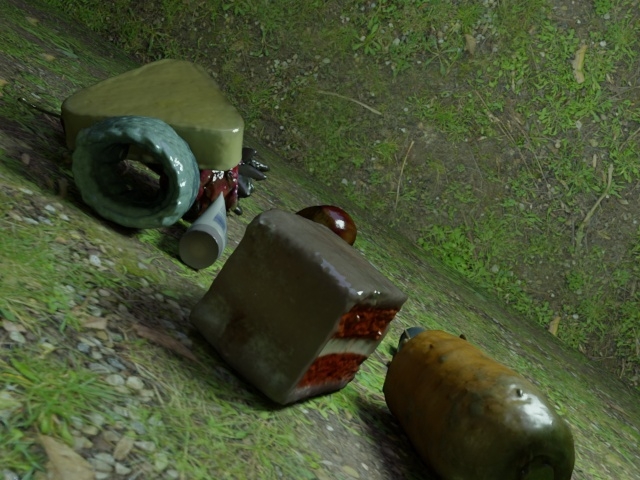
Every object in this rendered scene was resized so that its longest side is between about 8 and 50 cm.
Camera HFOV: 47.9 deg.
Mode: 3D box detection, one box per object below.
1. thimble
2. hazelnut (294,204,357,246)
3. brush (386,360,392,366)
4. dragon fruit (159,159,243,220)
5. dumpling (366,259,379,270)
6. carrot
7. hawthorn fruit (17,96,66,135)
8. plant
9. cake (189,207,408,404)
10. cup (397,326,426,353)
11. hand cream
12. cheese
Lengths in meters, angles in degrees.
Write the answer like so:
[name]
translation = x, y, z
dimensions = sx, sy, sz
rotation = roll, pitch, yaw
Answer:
[thimble]
translation = -0.357, -0.133, 1.388
dimensions = 0.250, 0.205, 0.172
rotation = 38, 15, -8
[hazelnut]
translation = 0.000, 0.000, 1.824
dimensions = 0.178, 0.204, 0.178
rotation = 35, 25, -19
[brush]
translation = 0.206, 0.294, 1.619
dimensions = 0.170, 0.014, 0.043
rotation = 21, 18, -49
[dragon fruit]
translation = -0.274, -0.139, 1.703
dimensions = 0.147, 0.211, 0.282
rotation = 23, 40, -41
[dumpling]
translation = 0.077, 0.107, 1.847
dimensions = 0.166, 0.126, 0.216
rotation = 0, 33, -18
[carrot]
translation = 0.253, 0.302, 1.194
dimensions = 0.224, 0.224, 0.340
rotation = 27, 5, -30
[hawthorn fruit]
translation = -0.549, -0.278, 1.638
dimensions = 0.165, 0.165, 0.285
rotation = 36, 16, 17
[plant]
translation = -0.297, -0.213, 1.935
dimensions = 0.320, 0.194, 0.181
rotation = 30, 15, 1
[cake]
translation = -0.025, 0.111, 1.202
dimensions = 0.230, 0.237, 0.309
rotation = 40, 10, 20
[cup]
translation = 0.223, 0.260, 1.684
dimensions = 0.100, 0.078, 0.077
rotation = 64, 17, -2
[hand cream]
translation = -0.228, -0.018, 1.509
dimensions = 0.083, 0.133, 0.248
rotation = 2, 13, 3
[cheese]
translation = -0.378, -0.271, 1.562
dimensions = 0.383, 0.104, 0.384
rotation = 5, 37, -4
